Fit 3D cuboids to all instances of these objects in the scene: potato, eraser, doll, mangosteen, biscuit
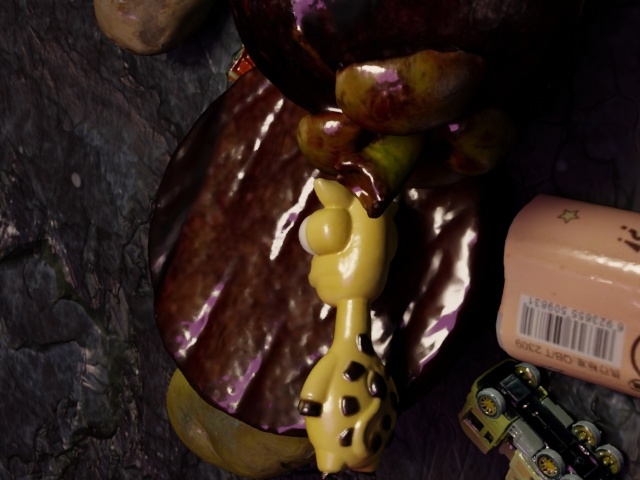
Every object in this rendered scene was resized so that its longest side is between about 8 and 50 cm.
[{"bbox_3d":[-0.170,-0.327,1.297,0.262,0.165,0.165,-46,70,32],"label":"potato"},{"bbox_3d":[0.304,0.069,1.026,0.290,0.087,0.171,15,110,38],"label":"eraser"},{"bbox_3d":[0.027,0.070,1.047,0.086,0.117,0.291,-10,74,42],"label":"doll"},{"bbox_3d":[0.070,-0.187,0.977,0.307,0.307,0.347,-8,81,41],"label":"mangosteen"},{"bbox_3d":[-0.084,0.192,1.342,0.248,0.143,0.169,-11,96,49],"label":"potato"},{"bbox_3d":[0.000,0.000,1.195,0.407,0.091,0.407,-7,76,30],"label":"biscuit"}]

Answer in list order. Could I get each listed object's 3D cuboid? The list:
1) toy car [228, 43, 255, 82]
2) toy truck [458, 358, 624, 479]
[{"bbox_3d":[-0.049,-0.225,1.277,0.073,0.054,0.143,48,125,24],"label":"toy car"},{"bbox_3d":[0.212,0.208,1.139,0.169,0.077,0.100,46,138,20],"label":"toy truck"}]
